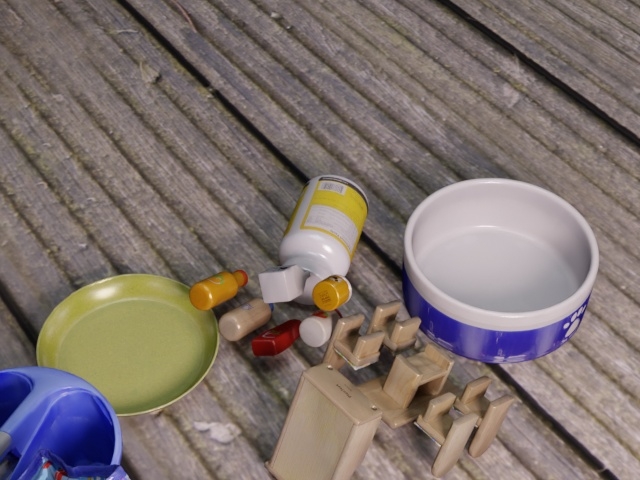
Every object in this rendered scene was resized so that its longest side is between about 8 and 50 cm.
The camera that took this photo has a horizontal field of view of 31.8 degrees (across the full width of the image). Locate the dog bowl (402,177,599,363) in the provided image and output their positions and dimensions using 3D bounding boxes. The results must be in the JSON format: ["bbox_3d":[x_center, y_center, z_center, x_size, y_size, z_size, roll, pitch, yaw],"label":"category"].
[{"bbox_3d":[0.245,0.038,1.560,0.264,0.104,0.265,0,46,0],"label":"dog bowl"}]

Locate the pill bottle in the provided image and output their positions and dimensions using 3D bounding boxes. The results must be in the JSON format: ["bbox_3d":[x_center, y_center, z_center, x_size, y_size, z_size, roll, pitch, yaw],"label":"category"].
[{"bbox_3d":[0.000,0.000,1.596,0.103,0.103,0.184,11,47,10],"label":"pill bottle"}]

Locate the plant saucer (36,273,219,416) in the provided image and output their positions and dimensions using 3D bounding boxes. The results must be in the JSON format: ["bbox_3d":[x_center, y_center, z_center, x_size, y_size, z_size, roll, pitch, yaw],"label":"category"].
[{"bbox_3d":[-0.254,0.144,1.500,0.240,0.037,0.241,0,45,0],"label":"plant saucer"}]

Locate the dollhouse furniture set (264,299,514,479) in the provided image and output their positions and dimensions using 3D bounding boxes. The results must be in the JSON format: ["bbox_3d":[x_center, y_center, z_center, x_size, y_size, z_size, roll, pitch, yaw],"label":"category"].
[{"bbox_3d":[0.071,0.220,1.393,0.242,0.161,0.212,-14,43,-44],"label":"dollhouse furniture set"}]

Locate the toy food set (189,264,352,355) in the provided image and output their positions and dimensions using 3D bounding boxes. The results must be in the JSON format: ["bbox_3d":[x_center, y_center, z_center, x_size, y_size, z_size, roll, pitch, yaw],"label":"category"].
[{"bbox_3d":[-0.047,0.084,1.489,0.232,0.111,0.104,-7,11,31],"label":"toy food set"}]

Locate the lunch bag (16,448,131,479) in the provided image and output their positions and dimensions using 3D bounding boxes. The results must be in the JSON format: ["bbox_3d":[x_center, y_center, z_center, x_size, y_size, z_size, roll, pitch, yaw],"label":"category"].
[{"bbox_3d":[-0.258,0.379,1.033,0.138,0.221,0.293,-1,38,42],"label":"lunch bag"}]

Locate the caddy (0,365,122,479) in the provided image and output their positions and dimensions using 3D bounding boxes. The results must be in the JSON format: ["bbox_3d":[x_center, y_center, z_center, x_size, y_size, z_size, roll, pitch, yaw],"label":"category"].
[{"bbox_3d":[-0.358,0.297,1.254,0.241,0.179,0.341,11,47,12],"label":"caddy"}]
